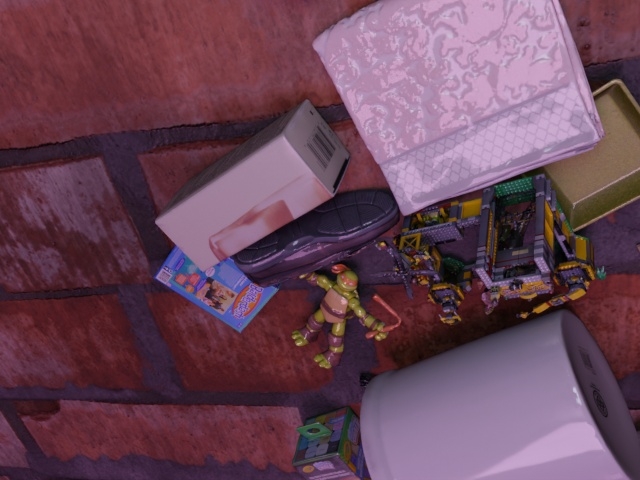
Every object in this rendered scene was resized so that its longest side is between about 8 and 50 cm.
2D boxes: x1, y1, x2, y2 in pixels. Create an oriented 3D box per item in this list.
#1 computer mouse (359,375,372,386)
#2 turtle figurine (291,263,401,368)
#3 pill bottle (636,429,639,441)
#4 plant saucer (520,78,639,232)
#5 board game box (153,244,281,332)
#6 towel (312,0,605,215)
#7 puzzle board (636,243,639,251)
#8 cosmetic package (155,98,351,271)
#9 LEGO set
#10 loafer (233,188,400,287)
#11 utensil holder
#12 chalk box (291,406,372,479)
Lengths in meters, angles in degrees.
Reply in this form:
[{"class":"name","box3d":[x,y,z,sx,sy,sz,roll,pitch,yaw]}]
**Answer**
[{"class":"computer mouse","box3d":[0.131,0.373,1.411,0.105,0.042,0.193,6,120,5]},{"class":"turtle figurine","box3d":[0.018,0.123,1.233,0.269,0.087,0.217,33,125,14]},{"class":"pill bottle","box3d":[0.708,0.391,1.210,0.229,0.131,0.131,-34,111,32]},{"class":"plant saucer","box3d":[0.406,-0.128,0.976,0.188,0.045,0.188,-33,111,31]},{"class":"board game box","box3d":[-0.202,0.072,1.280,0.210,0.047,0.160,35,125,-10]},{"class":"towel","box3d":[0.194,-0.221,0.932,0.331,0.053,0.317,-20,107,27]},{"class":"puzzle board","box3d":[0.596,0.019,1.051,0.128,0.011,0.096,-25,116,29]},{"class":"cosmetic package","box3d":[-0.111,-0.086,1.079,0.296,0.153,0.129,-27,113,31]},{"class":"LEGO set","box3d":[0.261,0.057,1.010,0.331,0.192,0.255,-6,137,27]},{"class":"loafer","box3d":[0.000,0.000,1.133,0.302,0.109,0.095,-20,135,9]},{"class":"utensil holder","box3d":[0.319,0.333,1.156,0.385,0.328,0.328,-28,114,29]},{"class":"chalk box","box3d":[0.031,0.470,1.450,0.132,0.132,0.213,-23,115,29]}]
